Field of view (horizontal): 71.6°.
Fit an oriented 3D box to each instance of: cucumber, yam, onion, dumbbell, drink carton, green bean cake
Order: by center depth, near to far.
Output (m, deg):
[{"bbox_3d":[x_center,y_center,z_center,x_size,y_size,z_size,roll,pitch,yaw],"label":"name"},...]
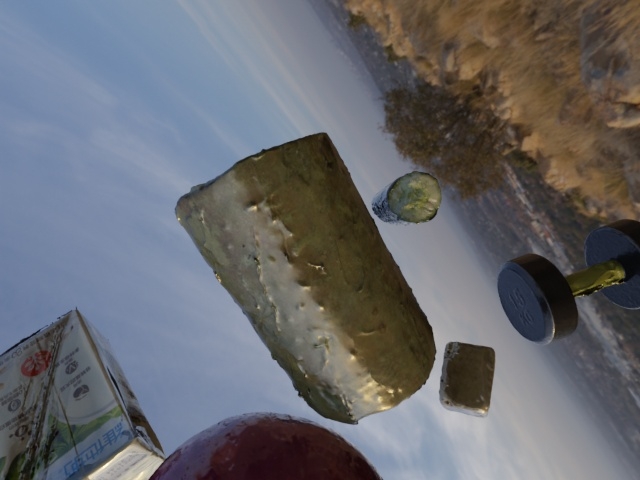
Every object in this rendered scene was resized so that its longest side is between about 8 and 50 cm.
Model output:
[{"bbox_3d":[-0.006,0.032,0.436,0.268,0.161,0.161,59,-167,-17],"label":"yam"},{"bbox_3d":[-0.072,0.387,0.501,0.359,0.358,0.345,63,-178,17],"label":"onion"},{"bbox_3d":[0.125,-0.059,0.707,0.075,0.074,0.241,58,178,-2],"label":"cucumber"},{"bbox_3d":[-0.420,0.294,0.745,0.324,0.194,0.132,39,156,39],"label":"drink carton"},{"bbox_3d":[0.261,0.250,0.791,0.179,0.085,0.109,50,-130,-61],"label":"green bean cake"},{"bbox_3d":[0.599,0.094,1.018,0.204,0.322,0.204,161,90,-84],"label":"dumbbell"}]
